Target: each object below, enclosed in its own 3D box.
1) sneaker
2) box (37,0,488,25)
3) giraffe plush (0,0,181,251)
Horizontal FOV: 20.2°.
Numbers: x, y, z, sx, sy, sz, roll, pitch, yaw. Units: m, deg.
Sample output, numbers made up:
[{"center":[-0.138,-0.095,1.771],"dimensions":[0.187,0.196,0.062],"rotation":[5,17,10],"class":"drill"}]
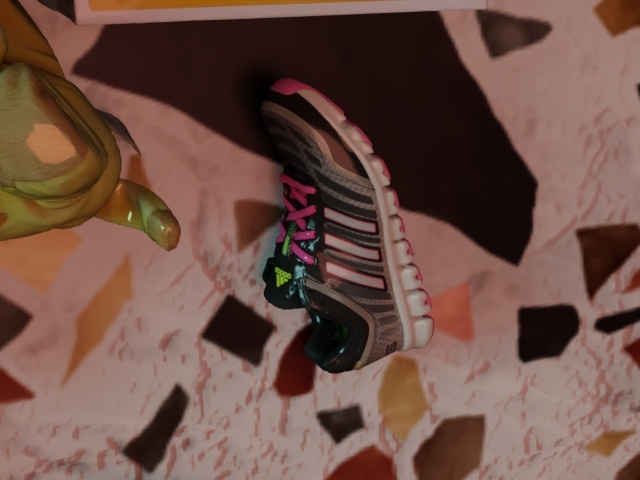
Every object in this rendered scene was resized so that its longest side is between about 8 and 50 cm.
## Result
[{"center":[0.000,0.000,0.921],"dimensions":[0.075,0.063,0.170],"rotation":[-32,119,-18],"class":"sneaker"},{"center":[-0.031,-0.162,0.834],"dimensions":[0.203,0.114,0.103],"rotation":[-5,107,-22],"class":"box"},{"center":[-0.186,-0.028,0.804],"dimensions":[0.170,0.181,0.210],"rotation":[-37,150,2],"class":"giraffe plush"}]
